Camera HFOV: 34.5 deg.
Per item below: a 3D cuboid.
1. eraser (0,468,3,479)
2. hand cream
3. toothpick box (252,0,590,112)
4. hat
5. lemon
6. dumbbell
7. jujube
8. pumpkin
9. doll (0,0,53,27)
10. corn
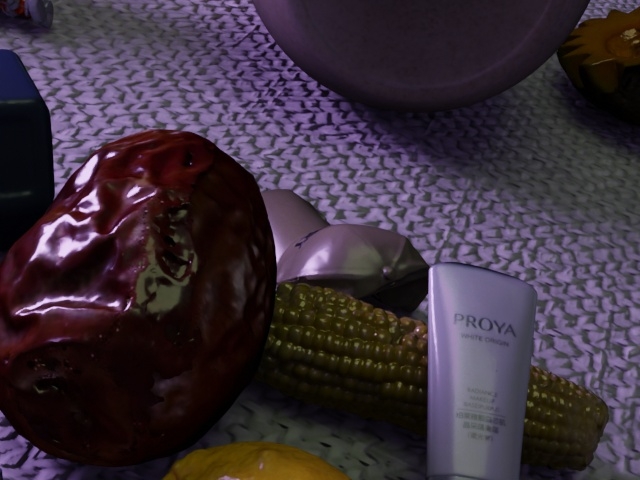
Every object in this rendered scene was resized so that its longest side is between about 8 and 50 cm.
[{"bbox_3d":[-0.241,0.148,0.609,0.085,0.027,0.063,20,34,5],"label":"eraser"},{"bbox_3d":[0.101,0.129,0.682,0.079,0.048,0.255,13,61,-8],"label":"hand cream"},{"bbox_3d":[0.108,-0.376,1.146,0.409,0.409,0.425,13,31,-6],"label":"toothpick box"},{"bbox_3d":[0.000,0.000,0.866,0.147,0.085,0.175,-10,45,-33],"label":"hat"},{"bbox_3d":[-0.028,0.174,0.593,0.155,0.114,0.114,26,35,19],"label":"lemon"},{"bbox_3d":[-0.360,-0.056,0.736,0.325,0.144,0.160,-9,44,-32],"label":"dumbbell"},{"bbox_3d":[-0.120,0.038,0.685,0.183,0.183,0.243,18,36,0],"label":"jujube"},{"bbox_3d":[0.385,-0.198,1.321,0.130,0.149,0.254,-15,24,23],"label":"pumpkin"},{"bbox_3d":[-0.365,-0.287,1.111,0.180,0.079,0.094,35,7,8],"label":"doll"},{"bbox_3d":[0.073,0.101,0.763,0.288,0.086,0.086,18,35,-2],"label":"corn"}]
